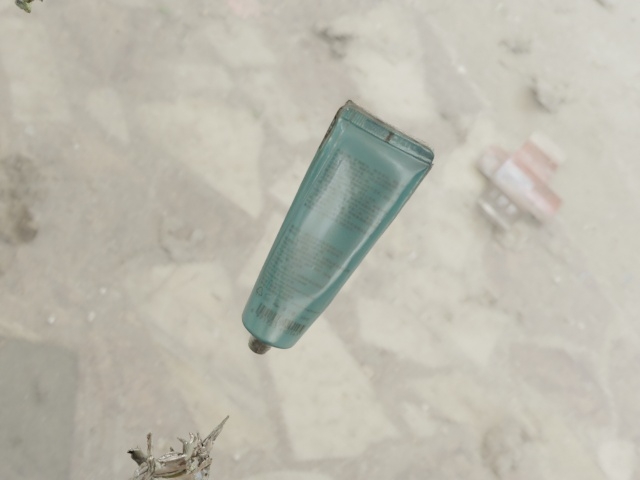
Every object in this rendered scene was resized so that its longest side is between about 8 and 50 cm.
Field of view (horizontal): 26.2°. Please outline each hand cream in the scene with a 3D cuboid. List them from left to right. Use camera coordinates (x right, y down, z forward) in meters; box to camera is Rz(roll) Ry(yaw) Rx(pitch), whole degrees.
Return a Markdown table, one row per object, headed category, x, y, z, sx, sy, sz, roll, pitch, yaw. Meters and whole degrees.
| category | x | y | z | sx | sy | sz | roll | pitch | yaw |
| --- | --- | --- | --- | --- | --- | --- | --- | --- | --- |
| hand cream | 0.000 | 0.000 | 1.065 | 0.083 | 0.224 | 0.048 | 29 | 25 | -7 |

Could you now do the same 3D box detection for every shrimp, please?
| category | x | y | z | sx | sy | sz | roll | pitch | yaw |
| --- | --- | --- | --- | --- | --- | --- | --- | --- | --- |
| shrimp | -0.109 | 0.164 | 0.911 | 0.065 | 0.056 | 0.165 | 39 | 38 | -2 |

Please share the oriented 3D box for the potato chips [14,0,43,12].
| category | x | y | z | sx | sy | sz | roll | pitch | yaw |
| --- | --- | --- | --- | --- | --- | --- | --- | --- | --- |
| potato chips | -0.196 | -0.203 | 0.965 | 0.028 | 0.092 | 0.207 | 11 | 27 | -8 |
